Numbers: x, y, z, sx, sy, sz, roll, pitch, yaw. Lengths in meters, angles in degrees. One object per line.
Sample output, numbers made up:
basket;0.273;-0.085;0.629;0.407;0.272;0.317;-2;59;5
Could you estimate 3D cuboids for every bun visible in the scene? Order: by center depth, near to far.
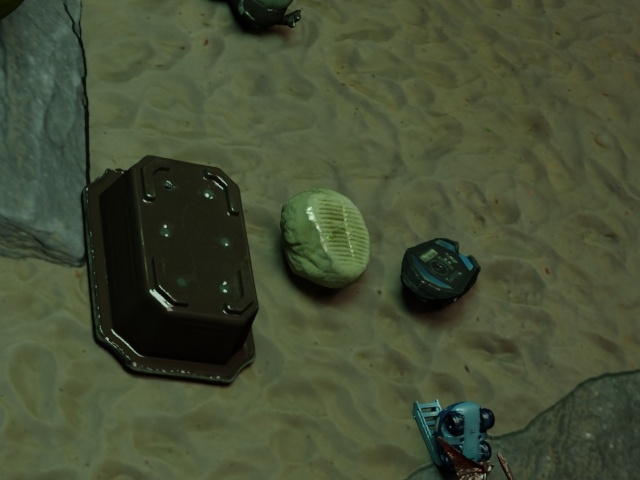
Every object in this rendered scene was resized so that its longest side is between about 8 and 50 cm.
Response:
bun;0.000;0.000;1.947;0.115;0.069;0.115;27;52;-40

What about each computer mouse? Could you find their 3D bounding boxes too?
computer mouse;0.130;0.038;2.018;0.079;0.047;0.135;41;35;11

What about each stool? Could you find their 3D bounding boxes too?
stool;-0.095;-0.341;2.123;0.125;0.121;0.217;-21;64;-43

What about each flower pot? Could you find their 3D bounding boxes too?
flower pot;-0.140;0.015;1.833;0.178;0.084;0.251;9;52;-27

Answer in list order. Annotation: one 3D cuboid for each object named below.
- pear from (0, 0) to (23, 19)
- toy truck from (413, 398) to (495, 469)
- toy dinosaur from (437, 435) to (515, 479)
pear;-0.394;-0.364;1.844;0.253;0.253;0.307;-5;69;-36
toy truck;0.134;0.198;1.886;0.056;0.090;0.073;-3;103;-35
toy dinosaur;0.180;0.289;1.836;0.108;0.032;0.220;-42;103;-20
